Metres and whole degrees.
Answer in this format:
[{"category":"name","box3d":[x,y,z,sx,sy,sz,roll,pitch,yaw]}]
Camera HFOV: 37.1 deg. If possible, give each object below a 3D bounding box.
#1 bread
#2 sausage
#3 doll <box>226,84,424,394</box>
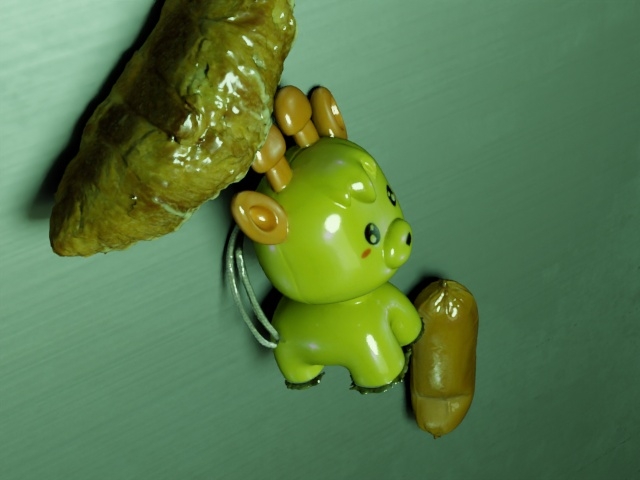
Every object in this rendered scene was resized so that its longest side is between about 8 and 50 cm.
[{"category":"bread","box3d":[-0.071,-0.080,0.553,0.076,0.105,0.233,28,94,-42]},{"category":"sausage","box3d":[0.108,0.102,0.838,0.062,0.054,0.183,-5,128,3]},{"category":"doll","box3d":[0.000,0.000,0.660,0.143,0.135,0.221,-58,138,-40]}]
